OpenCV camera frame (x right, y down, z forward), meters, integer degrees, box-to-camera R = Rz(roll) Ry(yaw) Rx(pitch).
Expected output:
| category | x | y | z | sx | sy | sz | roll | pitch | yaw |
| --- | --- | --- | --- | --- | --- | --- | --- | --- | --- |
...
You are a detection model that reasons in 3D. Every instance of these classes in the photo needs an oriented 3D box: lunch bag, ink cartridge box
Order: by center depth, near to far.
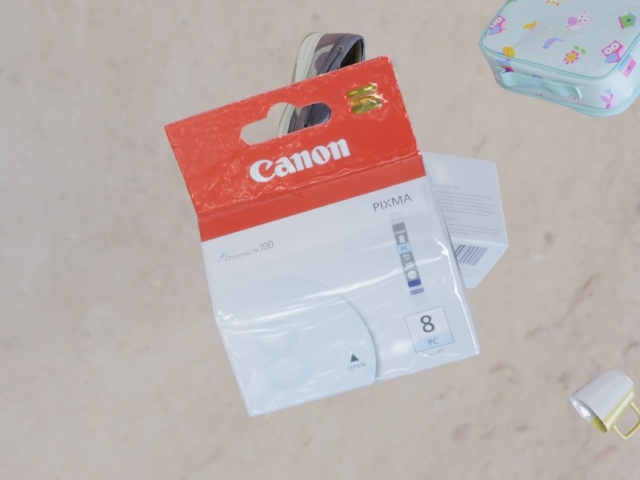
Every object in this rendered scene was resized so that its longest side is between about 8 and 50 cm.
| category | x | y | z | sx | sy | sz | roll | pitch | yaw |
| --- | --- | --- | --- | --- | --- | --- | --- | --- | --- |
| ink cartridge box | 0.000 | 0.000 | 1.593 | 0.308 | 0.091 | 0.385 | -16 | 105 | 10 |
| lunch bag | 0.394 | -0.309 | 1.982 | 0.224 | 0.279 | 0.108 | -53 | 135 | -13 |

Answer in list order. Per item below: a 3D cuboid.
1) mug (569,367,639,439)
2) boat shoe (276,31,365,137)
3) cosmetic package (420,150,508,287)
| category | x | y | z | sx | sy | sz | roll | pitch | yaw |
| --- | --- | --- | --- | --- | --- | --- | --- | --- | --- |
| mug | 0.344 | 0.191 | 1.527 | 0.064 | 0.062 | 0.078 | -42 | 118 | -11 |
| boat shoe | 0.007 | -0.168 | 1.808 | 0.103 | 0.092 | 0.285 | 30 | 63 | -46 |
| cosmetic package | 0.222 | -0.036 | 2.247 | 0.151 | 0.184 | 0.151 | 7 | 146 | -16 |
